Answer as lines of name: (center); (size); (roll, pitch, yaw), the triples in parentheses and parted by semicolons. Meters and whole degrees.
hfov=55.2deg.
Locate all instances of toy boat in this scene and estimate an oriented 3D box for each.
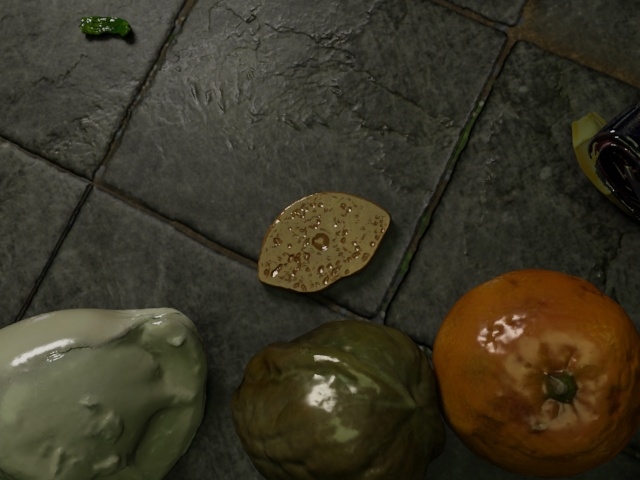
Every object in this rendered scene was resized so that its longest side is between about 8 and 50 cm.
toy boat: (0.422, -0.107, 0.887); (0.065, 0.066, 0.172); (-35, 81, 43)

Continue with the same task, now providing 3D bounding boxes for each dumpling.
dumpling: (-0.336, 0.247, 0.851); (0.394, 0.233, 0.316); (-24, 113, -13)

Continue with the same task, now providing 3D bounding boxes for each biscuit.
biscuit: (0.000, 0.000, 0.918); (0.220, 0.029, 0.142); (-30, 82, 0)

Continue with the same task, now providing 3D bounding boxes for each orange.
orange: (0.271, 0.165, 0.775); (0.260, 0.261, 0.261); (-1, 82, 4)

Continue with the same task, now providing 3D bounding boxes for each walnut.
walnut: (0.022, 0.222, 0.777); (0.282, 0.283, 0.227); (23, 55, 7)

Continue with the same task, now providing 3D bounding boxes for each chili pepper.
chili pepper: (-0.348, -0.348, 0.995); (0.091, 0.034, 0.030); (7, 116, 4)

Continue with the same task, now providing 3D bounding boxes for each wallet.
wallet: (0.499, -0.078, 0.834); (0.221, 0.071, 0.262); (-33, 83, -37)
